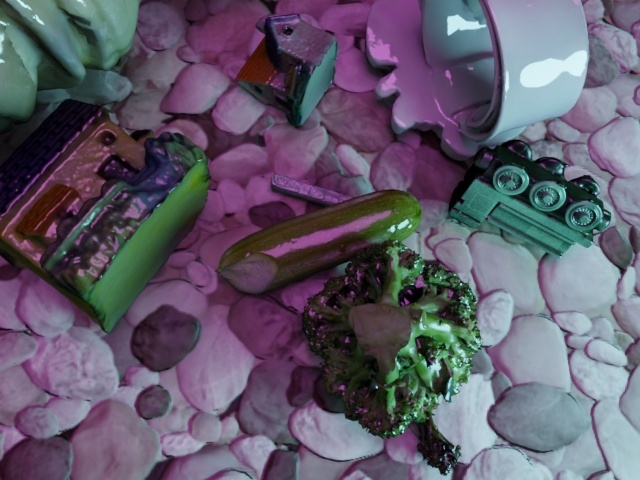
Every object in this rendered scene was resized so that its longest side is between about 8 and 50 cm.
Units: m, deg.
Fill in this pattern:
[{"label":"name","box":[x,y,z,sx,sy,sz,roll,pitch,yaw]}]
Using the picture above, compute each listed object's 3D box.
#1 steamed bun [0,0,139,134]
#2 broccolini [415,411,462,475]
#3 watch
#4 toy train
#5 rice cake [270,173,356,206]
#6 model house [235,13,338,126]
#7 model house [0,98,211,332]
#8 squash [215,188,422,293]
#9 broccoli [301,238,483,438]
[{"label":"steamed bun","box":[-0.353,-0.211,0.731,0.394,0.346,0.238,-12,77,11]},{"label":"broccolini","box":[0.129,0.153,0.805,0.052,0.054,0.194,2,67,14]},{"label":"watch","box":[0.166,-0.228,0.846,0.196,0.231,0.244,-19,77,-10]},{"label":"toy train","box":[0.240,-0.043,0.857,0.170,0.111,0.071,27,42,-5]},{"label":"rice cake","box":[0.000,-0.053,0.871,0.121,0.022,0.022,16,72,-1]},{"label":"model house","box":[-0.043,-0.207,0.881,0.100,0.101,0.088,32,72,6]},{"label":"model house","box":[-0.248,-0.053,0.765,0.211,0.170,0.194,34,72,7]},{"label":"squash","box":[0.000,0.000,0.821,0.238,0.069,0.069,-19,73,-7]},{"label":"broccoli","box":[0.070,0.095,0.761,0.195,0.156,0.195,0,91,18]}]
